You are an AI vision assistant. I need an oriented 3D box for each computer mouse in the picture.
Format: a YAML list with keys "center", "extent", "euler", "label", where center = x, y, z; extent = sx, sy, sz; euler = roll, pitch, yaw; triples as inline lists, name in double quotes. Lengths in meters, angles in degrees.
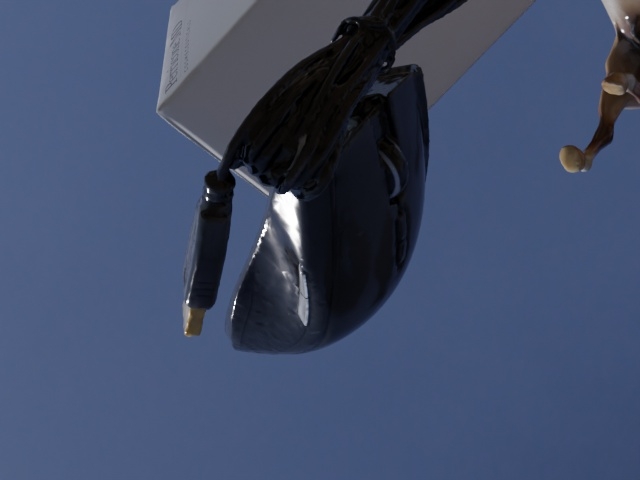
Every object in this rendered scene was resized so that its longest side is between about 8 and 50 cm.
- center: [0.000, 0.000, 0.819]
  extent: [0.060, 0.262, 0.184]
  euler: [34, -130, 10]
  label: "computer mouse"

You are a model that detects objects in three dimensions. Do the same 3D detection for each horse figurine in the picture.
- center: [0.177, -0.141, 1.066]
  extent: [0.066, 0.263, 0.174]
  euler: [-5, -165, 35]
  label: "horse figurine"

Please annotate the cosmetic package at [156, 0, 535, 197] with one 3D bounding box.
- center: [0.058, -0.209, 1.340]
  extent: [0.155, 0.365, 0.197]
  euler: [37, -158, -20]
  label: "cosmetic package"
